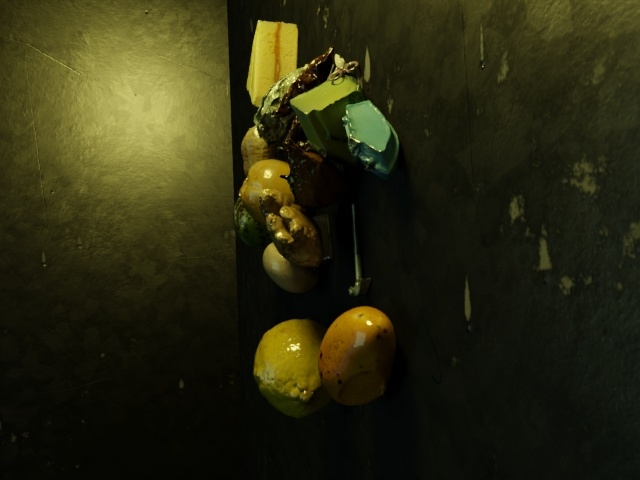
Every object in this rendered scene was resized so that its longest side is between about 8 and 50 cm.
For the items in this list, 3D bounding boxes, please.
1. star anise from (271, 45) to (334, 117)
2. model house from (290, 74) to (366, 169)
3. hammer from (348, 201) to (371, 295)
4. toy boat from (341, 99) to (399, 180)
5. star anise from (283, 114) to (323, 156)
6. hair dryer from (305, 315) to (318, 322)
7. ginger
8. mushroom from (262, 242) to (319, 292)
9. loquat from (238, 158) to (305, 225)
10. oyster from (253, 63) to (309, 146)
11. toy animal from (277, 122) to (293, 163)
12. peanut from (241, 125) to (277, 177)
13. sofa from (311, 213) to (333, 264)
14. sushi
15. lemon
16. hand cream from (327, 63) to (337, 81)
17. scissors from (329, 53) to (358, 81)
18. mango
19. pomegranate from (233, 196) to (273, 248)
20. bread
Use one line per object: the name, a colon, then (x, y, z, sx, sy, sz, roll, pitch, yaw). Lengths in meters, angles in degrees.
star anise: (-0.029, -0.429, 1.594, 0.272, 0.102, 0.272, -44, 15, 15)
model house: (0.051, -0.287, 1.440, 0.212, 0.170, 0.194, 65, 171, -28)
hammer: (0.096, 0.020, 1.461, 0.103, 0.029, 0.247, 155, 113, -72)
toy boat: (0.115, -0.216, 1.253, 0.238, 0.109, 0.098, -107, 2, -48)
star anise: (-0.057, -0.310, 1.766, 0.190, 0.125, 0.220, 178, 87, -77)
hair dryer: (-0.040, 0.375, 1.925, 0.267, 0.092, 0.229, 59, 144, 32)
ginger: (-0.114, -0.039, 1.602, 0.375, 0.236, 0.166, 15, 78, 61)
mushroom: (-0.077, 0.065, 1.819, 0.204, 0.204, 0.204, 178, 90, -73)
loquat: (-0.145, -0.157, 1.879, 0.244, 0.243, 0.244, 178, 90, -73)
oyster: (-0.116, -0.435, 1.826, 0.112, 0.198, 0.268, 37, 133, 11)
toy animal: (-0.105, -0.342, 2.000, 0.214, 0.093, 0.186, 120, 141, -47)
peanut: (-0.219, -0.304, 1.990, 0.129, 0.129, 0.225, -133, 46, -65)
sofa: (0.000, 0.000, 1.733, 0.060, 0.085, 0.147, 21, -121, -62)
sushi: (-0.031, -0.159, 1.499, 0.140, 0.287, 0.149, 35, 96, 27)
lemon: (-0.062, 0.371, 1.624, 0.322, 0.268, 0.268, -96, 12, -58)
hand cream: (0.014, -0.396, 1.641, 0.086, 0.055, 0.235, -153, 70, -66)
scissors: (0.055, -0.467, 1.491, 0.022, 0.085, 0.176, 55, -166, -30)
mango: (0.089, 0.255, 1.300, 0.290, 0.159, 0.191, 114, 158, -48)
pomegranate: (-0.211, -0.099, 2.100, 0.271, 0.254, 0.254, 110, 153, -57)
bread: (-0.160, -0.616, 1.988, 0.264, 0.167, 0.163, 106, 154, -44)
